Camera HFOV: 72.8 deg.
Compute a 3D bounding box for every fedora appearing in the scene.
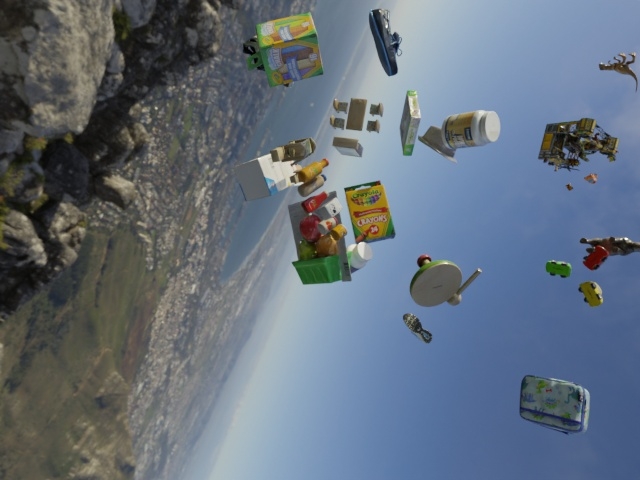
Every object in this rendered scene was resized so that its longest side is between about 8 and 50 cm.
[{"bbox_3d":[0.685,-0.558,2.441,0.275,0.243,0.124,48,-63,39],"label":"fedora"}]

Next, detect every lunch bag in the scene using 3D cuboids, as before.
[{"bbox_3d":[0.836,0.588,1.557,0.218,0.090,0.176,1,-112,44],"label":"lunch bag"}]

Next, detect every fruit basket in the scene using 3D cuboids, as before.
[{"bbox_3d":[0.000,0.000,1.769,0.327,0.165,0.353,-12,-96,51],"label":"fruit basket"}]

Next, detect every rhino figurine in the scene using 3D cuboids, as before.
[{"bbox_3d":[1.111,0.022,1.611,0.243,0.106,0.073,0,-96,61],"label":"rhino figurine"}]

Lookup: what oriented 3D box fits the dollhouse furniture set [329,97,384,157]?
[{"bbox_3d":[0.142,-0.503,1.884,0.161,0.212,0.242,8,92,-74],"label":"dollhouse furniture set"}]

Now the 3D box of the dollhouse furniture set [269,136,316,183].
[{"bbox_3d":[-0.080,-0.266,1.540,0.182,0.101,0.161,-52,133,-61],"label":"dollhouse furniture set"}]

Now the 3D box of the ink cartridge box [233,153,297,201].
[{"bbox_3d":[-0.243,-0.305,2.005,0.168,0.171,0.232,-10,-164,38],"label":"ink cartridge box"}]

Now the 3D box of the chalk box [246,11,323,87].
[{"bbox_3d":[-0.113,-0.547,1.257,0.132,0.212,0.133,77,-1,-55],"label":"chalk box"}]

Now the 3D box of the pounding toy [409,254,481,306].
[{"bbox_3d":[0.392,0.124,1.472,0.110,0.236,0.183,-115,-138,-53],"label":"pounding toy"}]

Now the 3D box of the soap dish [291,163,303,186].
[{"bbox_3d":[-0.239,-0.337,2.340,0.229,0.290,0.118,-34,118,-72],"label":"soap dish"}]

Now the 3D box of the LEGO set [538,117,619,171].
[{"bbox_3d":[1.117,-0.382,1.890,0.254,0.331,0.192,14,-91,49],"label":"LEGO set"}]

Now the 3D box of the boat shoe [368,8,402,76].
[{"bbox_3d":[0.243,-0.713,1.535,0.109,0.088,0.259,99,-23,-85],"label":"boat shoe"}]

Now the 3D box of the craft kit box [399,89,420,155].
[{"bbox_3d":[0.479,-0.632,2.340,0.250,0.060,0.247,92,3,-52],"label":"craft kit box"}]

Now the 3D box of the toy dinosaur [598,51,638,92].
[{"bbox_3d":[1.257,-0.709,1.790,0.212,0.064,0.112,-118,-166,-46],"label":"toy dinosaur"}]

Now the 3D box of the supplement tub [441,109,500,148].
[{"bbox_3d":[0.623,-0.461,1.806,0.199,0.144,0.144,5,-112,49],"label":"supplement tub"}]

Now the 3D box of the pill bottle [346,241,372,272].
[{"bbox_3d":[0.131,0.080,1.836,0.193,0.108,0.108,-35,-154,48],"label":"pill bottle"}]

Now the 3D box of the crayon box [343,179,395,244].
[{"bbox_3d":[0.241,-0.150,2.175,0.081,0.202,0.319,75,3,-75],"label":"crayon box"}]

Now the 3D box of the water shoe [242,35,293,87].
[{"bbox_3d":[-0.170,-0.557,1.387,0.080,0.203,0.073,-37,173,-24],"label":"water shoe"}]

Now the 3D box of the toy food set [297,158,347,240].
[{"bbox_3d":[0.018,-0.118,1.295,0.104,0.232,0.111,-37,-171,-30],"label":"toy food set"}]

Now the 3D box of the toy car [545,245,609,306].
[{"bbox_3d":[1.003,0.120,1.700,0.225,0.053,0.239,17,-67,54],"label":"toy car"}]

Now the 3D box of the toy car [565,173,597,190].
[{"bbox_3d":[1.141,-0.247,1.888,0.122,0.060,0.041,-32,-113,36],"label":"toy car"}]

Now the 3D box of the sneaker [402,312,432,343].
[{"bbox_3d":[0.405,0.383,1.872,0.063,0.162,0.073,-44,-172,-24],"label":"sneaker"}]
